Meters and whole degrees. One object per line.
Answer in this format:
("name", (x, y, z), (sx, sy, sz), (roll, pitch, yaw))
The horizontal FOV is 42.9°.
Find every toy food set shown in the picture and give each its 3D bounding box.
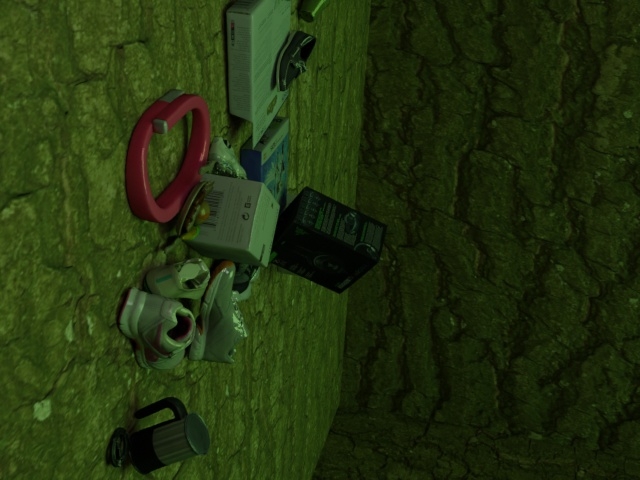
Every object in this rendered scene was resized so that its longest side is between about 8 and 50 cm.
("toy food set", (-0.239, -0.058, 1.584), (0.132, 0.038, 0.192), (-66, -179, -77))

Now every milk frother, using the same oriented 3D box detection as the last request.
("milk frother", (-0.304, 0.377, 1.519), (0.129, 0.135, 0.143), (63, 17, -12))

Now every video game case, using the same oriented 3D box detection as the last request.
("video game case", (-0.144, -0.159, 2.137), (0.244, 0.061, 0.269), (-62, 158, -58))

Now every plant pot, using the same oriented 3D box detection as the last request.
("plant pot", (-0.025, -0.672, 2.338), (0.083, 0.083, 0.079), (77, 36, -63))

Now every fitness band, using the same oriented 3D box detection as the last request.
("fitness band", (-0.272, -0.155, 1.497), (0.291, 0.054, 0.209), (-62, 158, -57))

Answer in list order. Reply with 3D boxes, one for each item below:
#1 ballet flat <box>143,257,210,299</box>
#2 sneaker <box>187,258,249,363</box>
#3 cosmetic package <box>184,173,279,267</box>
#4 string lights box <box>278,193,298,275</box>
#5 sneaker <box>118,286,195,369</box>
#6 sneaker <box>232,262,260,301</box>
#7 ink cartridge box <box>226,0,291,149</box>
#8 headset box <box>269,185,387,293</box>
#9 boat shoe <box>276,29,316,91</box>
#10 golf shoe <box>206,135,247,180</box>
("ballet flat", (-0.261, 0.073, 1.604), (0.248, 0.086, 0.086), (-15, 113, -79))
("sneaker", (-0.205, 0.157, 1.765), (0.099, 0.121, 0.262), (-91, -163, -59))
("cosmetic package", (-0.189, -0.041, 1.750), (0.184, 0.151, 0.151), (54, 46, -75))
("string lights box", (-0.062, -0.011, 2.474), (0.077, 0.133, 0.260), (-68, 163, -50))
("sneaker", (-0.287, 0.179, 1.520), (0.252, 0.111, 0.103), (78, 23, -62))
("sneaker", (-0.200, 0.042, 1.911), (0.268, 0.101, 0.153), (-65, 161, -73))
("ink cartridge box", (-0.141, -0.434, 1.923), (0.324, 0.071, 0.330), (-67, 165, -54))
("headset box", (0.000, 0.000, 2.292), (0.246, 0.283, 0.131), (-43, -155, 53))
("boat shoe", (-0.060, -0.441, 1.995), (0.075, 0.065, 0.206), (88, 15, -52))
("golf shoe", (-0.203, -0.179, 1.811), (0.176, 0.069, 0.086), (43, 50, -78))
